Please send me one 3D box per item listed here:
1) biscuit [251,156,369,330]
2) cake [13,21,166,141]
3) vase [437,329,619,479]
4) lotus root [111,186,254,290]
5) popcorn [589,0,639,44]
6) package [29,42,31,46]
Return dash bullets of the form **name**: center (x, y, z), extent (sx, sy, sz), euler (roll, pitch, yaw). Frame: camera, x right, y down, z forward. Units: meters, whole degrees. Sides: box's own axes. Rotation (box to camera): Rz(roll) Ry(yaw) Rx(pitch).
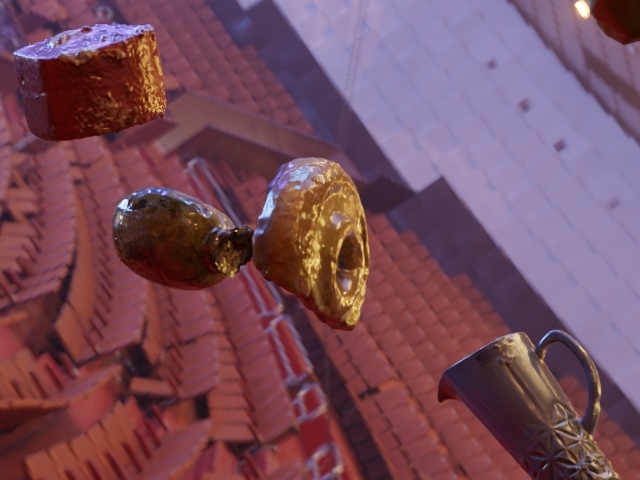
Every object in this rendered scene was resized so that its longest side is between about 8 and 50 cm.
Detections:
- **biscuit**: center (0.001, 0.000, 1.346), extent (0.274, 0.091, 0.213), euler (27, 64, -65)
- **cake**: center (-0.349, -0.237, 1.544), extent (0.283, 0.177, 0.150), euler (21, -58, 53)
- **vase**: center (0.354, 0.286, 1.681), extent (0.156, 0.251, 0.301), euler (22, 27, -53)
- **lotus root**: center (-0.197, 0.004, 1.539), extent (0.278, 0.154, 0.154), euler (13, -30, 36)
- **popcorn**: center (0.213, -0.222, 0.592), extent (0.218, 0.189, 0.169), euler (6, 53, -45)
- **package**: center (-0.508, -0.289, 1.831), extent (0.037, 0.015, 0.110), euler (148, -54, -84)
